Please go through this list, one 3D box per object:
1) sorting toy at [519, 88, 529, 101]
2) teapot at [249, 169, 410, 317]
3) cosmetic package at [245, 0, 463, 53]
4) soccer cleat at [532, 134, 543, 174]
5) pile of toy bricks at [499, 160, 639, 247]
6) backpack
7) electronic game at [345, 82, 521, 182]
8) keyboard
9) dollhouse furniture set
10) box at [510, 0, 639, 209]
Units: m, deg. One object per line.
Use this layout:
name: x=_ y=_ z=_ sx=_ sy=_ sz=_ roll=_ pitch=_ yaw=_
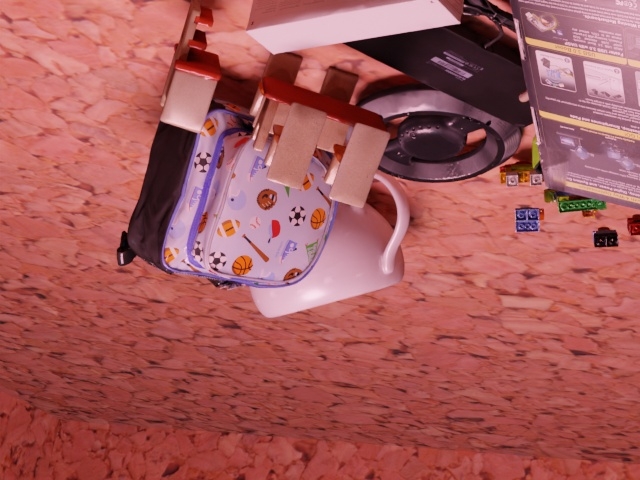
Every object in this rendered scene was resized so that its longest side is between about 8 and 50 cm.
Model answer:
sorting toy: x=0.356 y=-0.184 z=1.531 sx=0.208 sy=0.038 sz=0.193 roll=11 pitch=155 yaw=-26
teapot: x=0.000 y=0.000 z=2.049 sx=0.256 sy=0.187 sz=0.252 roll=-14 pitch=179 yaw=-4
cosmetic package: x=0.039 y=-0.264 z=1.442 sx=0.239 sy=0.099 sz=0.060 roll=-3 pitch=154 yaw=36
soccer cleat: x=0.350 y=-0.110 z=1.708 sx=0.179 sy=0.072 sz=0.060 roll=1 pitch=157 yaw=27
pile of toy bricks: x=0.347 y=-0.060 z=1.833 sx=0.212 sy=0.118 sz=0.105 roll=-2 pitch=-164 yaw=7
backpack: x=-0.098 y=-0.056 z=1.840 sx=0.263 sy=0.276 sz=0.213 roll=11 pitch=-166 yaw=-47
electronic game: x=0.145 y=-0.138 z=1.778 sx=0.229 sy=0.048 sz=0.229 roll=4 pitch=154 yaw=2
keyboard: x=0.176 y=-0.222 z=1.566 sx=0.317 sy=0.033 sz=0.201 roll=21 pitch=155 yaw=-29
dollhouse furniture set: x=-0.046 y=-0.171 z=1.590 sx=0.259 sy=0.135 sz=0.262 roll=17 pitch=-162 yaw=-13
box: x=0.387 y=-0.143 z=1.320 sx=0.395 sy=0.097 sz=0.318 roll=16 pitch=143 yaw=32
